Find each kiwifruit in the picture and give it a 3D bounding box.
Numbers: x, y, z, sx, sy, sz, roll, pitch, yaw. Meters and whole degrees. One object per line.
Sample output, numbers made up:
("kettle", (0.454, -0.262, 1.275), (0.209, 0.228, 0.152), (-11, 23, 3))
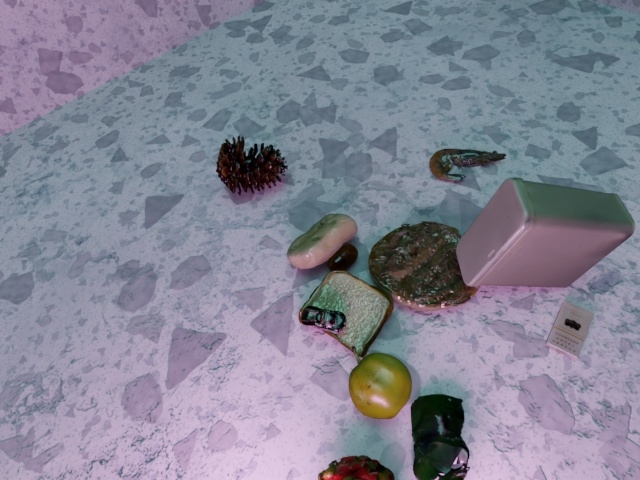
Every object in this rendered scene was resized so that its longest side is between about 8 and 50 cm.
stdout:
("kiwifruit", (0.079, 0.063, 1.529), (0.075, 0.075, 0.124), (37, 71, 29))

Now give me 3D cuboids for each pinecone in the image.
("pinecone", (-0.276, -0.306, 1.754), (0.293, 0.246, 0.246), (-3, 53, -8))

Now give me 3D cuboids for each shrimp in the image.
("shrimp", (0.588, -0.302, 1.737), (0.297, 0.058, 0.168), (3, 62, 15))

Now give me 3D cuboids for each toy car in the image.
("toy car", (0.009, 0.241, 1.331), (0.142, 0.055, 0.069), (8, 70, 20))

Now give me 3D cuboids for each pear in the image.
("pear", (0.150, 0.391, 1.218), (0.180, 0.166, 0.216), (-45, 73, -5))

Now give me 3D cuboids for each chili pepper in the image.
("chili pepper", (0.307, 0.528, 1.131), (0.149, 0.116, 0.264), (2, 54, 13))

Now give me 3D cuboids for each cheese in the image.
("cheese", (-0.001, -0.001, 1.543), (0.263, 0.093, 0.159), (-42, 26, -22))

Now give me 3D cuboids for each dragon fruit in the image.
("dragon fruit", (0.099, 0.663, 1.002), (0.231, 0.237, 0.302), (-28, 64, 14))

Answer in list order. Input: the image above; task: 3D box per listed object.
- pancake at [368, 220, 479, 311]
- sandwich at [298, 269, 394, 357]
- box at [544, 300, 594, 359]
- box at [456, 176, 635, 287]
("pancake", (0.365, 0.081, 1.475), (0.383, 0.071, 0.381), (-3, 51, 4))
("sandwich", (0.086, 0.226, 1.398), (0.251, 0.087, 0.226), (27, 74, 25))
("box", (0.755, 0.269, 1.310), (0.090, 0.024, 0.166), (27, 62, 24))
("box", (0.643, -0.005, 1.283), (0.345, 0.351, 0.177), (3, 53, -10))
